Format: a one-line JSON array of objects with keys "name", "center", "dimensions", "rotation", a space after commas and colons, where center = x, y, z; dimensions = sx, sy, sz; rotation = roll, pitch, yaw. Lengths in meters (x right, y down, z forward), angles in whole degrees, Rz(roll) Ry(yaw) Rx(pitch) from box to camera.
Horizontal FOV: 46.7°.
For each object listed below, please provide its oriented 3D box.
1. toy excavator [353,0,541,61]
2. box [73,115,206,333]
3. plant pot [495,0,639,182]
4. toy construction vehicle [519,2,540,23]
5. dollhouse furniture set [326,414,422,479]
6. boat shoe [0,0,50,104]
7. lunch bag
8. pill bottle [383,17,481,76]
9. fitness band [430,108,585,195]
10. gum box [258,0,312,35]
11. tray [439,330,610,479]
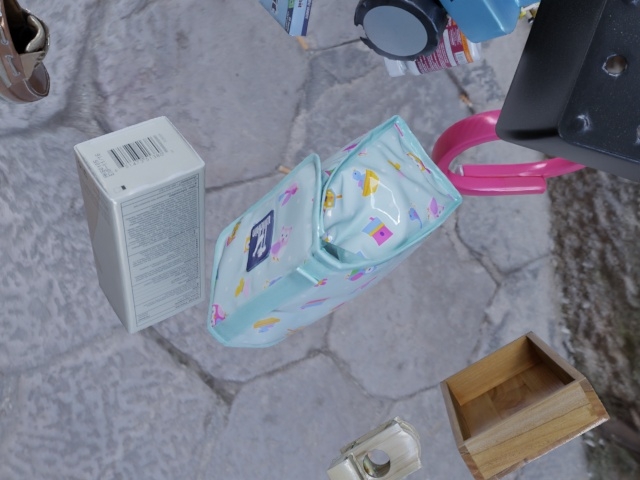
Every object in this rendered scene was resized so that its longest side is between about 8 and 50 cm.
[{"name": "toy excavator", "center": [0.246, -0.338, 0.782], "dimensions": [0.433, 0.445, 0.222], "rotation": [42, 60, -34]}, {"name": "box", "center": [-0.259, -0.014, 1.103], "dimensions": [0.148, 0.121, 0.311], "rotation": [-24, 147, -28]}, {"name": "plant pot", "center": [0.269, -0.137, 0.617], "dimensions": [0.188, 0.167, 0.188], "rotation": [18, 108, 4]}, {"name": "toy construction vehicle", "center": [0.322, -0.388, 1.167], "dimensions": [0.098, 0.035, 0.086], "rotation": [-21, 81, -40]}, {"name": "dollhouse furniture set", "center": [0.098, 0.304, 0.873], "dimensions": [0.101, 0.182, 0.161], "rotation": [-31, 80, 1]}, {"name": "boat shoe", "center": [-0.503, -0.317, 1.212], "dimensions": [0.116, 0.324, 0.123], "rotation": [-5, 77, 0]}, {"name": "lunch bag", "center": [0.000, 0.000, 0.831], "dimensions": [0.160, 0.223, 0.262], "rotation": [52, 42, -3]}, {"name": "pill bottle", "center": [0.267, -0.468, 1.785], "dimensions": [0.221, 0.121, 0.121], "rotation": [-9, 108, 22]}, {"name": "fitness band", "center": [0.322, -0.143, 1.198], "dimensions": [0.290, 0.209, 0.054], "rotation": [-3, 66, -8]}, {"name": "gum box", "center": [-0.065, -0.518, 1.477], "dimensions": [0.041, 0.184, 0.157], "rotation": [-5, 129, -26]}, {"name": "tray", "center": [0.312, 0.260, 1.214], "dimensions": [0.202, 0.411, 0.076], "rotation": [-31, 89, 6]}]
